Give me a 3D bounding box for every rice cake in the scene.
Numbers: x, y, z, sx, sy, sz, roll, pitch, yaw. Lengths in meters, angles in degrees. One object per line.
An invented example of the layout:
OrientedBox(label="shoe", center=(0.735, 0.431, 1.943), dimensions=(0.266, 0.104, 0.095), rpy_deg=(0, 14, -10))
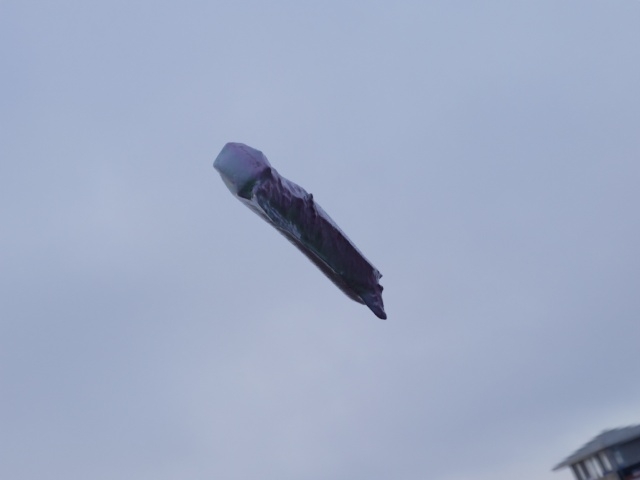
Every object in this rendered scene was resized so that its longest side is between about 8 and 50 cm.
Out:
OrientedBox(label="rice cake", center=(-0.002, -0.002, 0.775), dimensions=(0.051, 0.081, 0.290), rpy_deg=(-41, -38, 4))
